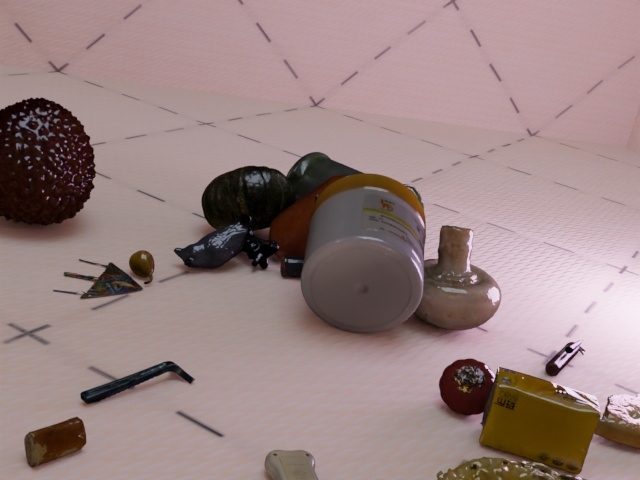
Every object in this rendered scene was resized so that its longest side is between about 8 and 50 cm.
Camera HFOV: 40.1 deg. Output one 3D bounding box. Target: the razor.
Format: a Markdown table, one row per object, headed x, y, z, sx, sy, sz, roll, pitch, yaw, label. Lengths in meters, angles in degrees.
| x | y | z | sx | sy | sz | roll | pitch | yaw | label |
| --- | --- | --- | --- | --- | --- | --- | --- | --- | --- |
| -0.289 | 0.218 | 1.372 | 0.066 | 0.033 | 0.190 | 28 | 26 | 38 | razor |

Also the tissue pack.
| x | y | z | sx | sy | sz | roll | pitch | yaw | label |
| --- | --- | --- | --- | --- | --- | --- | --- | --- | --- |
| 0.349 | 0.289 | 1.408 | 0.169 | 0.120 | 0.082 | 17 | 19 | 10 | tissue pack |

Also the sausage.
| x | y | z | sx | sy | sz | roll | pitch | yaw | label |
| --- | --- | --- | --- | --- | --- | --- | --- | --- | --- |
| -0.001 | -0.046 | 1.953 | 0.258 | 0.133 | 0.133 | -33 | 24 | 5 | sausage |

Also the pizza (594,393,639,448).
| x | y | z | sx | sy | sz | roll | pitch | yaw | label |
| --- | --- | --- | --- | --- | --- | --- | --- | --- | --- |
| 0.589 | 0.320 | 1.545 | 0.271 | 0.056 | 0.134 | -2 | 27 | -30 | pizza |

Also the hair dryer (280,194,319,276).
| x | y | z | sx | sy | sz | roll | pitch | yaw | label |
| --- | --- | --- | --- | --- | --- | --- | --- | --- | --- |
| 0.015 | -0.003 | 1.882 | 0.173 | 0.195 | 0.050 | 6 | 27 | -16 | hair dryer |

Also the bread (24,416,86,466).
| x | y | z | sx | sy | sz | roll | pitch | yaw | label |
| --- | --- | --- | --- | --- | --- | --- | --- | --- | --- |
| -0.359 | 0.271 | 1.184 | 0.036 | 0.047 | 0.083 | -11 | 0 | 41 | bread |

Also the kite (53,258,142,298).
| x | y | z | sx | sy | sz | roll | pitch | yaw | label |
| --- | --- | --- | --- | --- | --- | --- | --- | --- | --- |
| -0.421 | 0.076 | 1.702 | 0.160 | 0.010 | 0.183 | 11 | 21 | 0 | kite |

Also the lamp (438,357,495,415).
| x | y | z | sx | sy | sz | roll | pitch | yaw | label |
| --- | --- | --- | --- | --- | --- | --- | --- | --- | --- |
| 0.254 | 0.250 | 1.502 | 0.101 | 0.090 | 0.101 | -5 | 53 | 6 | lamp |

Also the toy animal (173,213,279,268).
| x | y | z | sx | sy | sz | roll | pitch | yaw | label |
| --- | --- | --- | --- | --- | --- | --- | --- | --- | --- |
| -0.201 | 0.006 | 1.860 | 0.210 | 0.117 | 0.121 | -7 | 34 | -45 | toy animal |

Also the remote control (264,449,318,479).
| x | y | z | sx | sy | sz | roll | pitch | yaw | label |
| --- | --- | --- | --- | --- | --- | --- | --- | --- | --- |
| -0.033 | 0.334 | 1.208 | 0.074 | 0.032 | 0.122 | 5 | 22 | -18 | remote control |

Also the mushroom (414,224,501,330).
| x | y | z | sx | sy | sz | roll | pitch | yaw | label |
| --- | --- | --- | --- | --- | --- | --- | --- | --- | --- |
| 0.285 | 0.087 | 1.813 | 0.206 | 0.209 | 0.206 | 35 | 8 | -5 | mushroom |

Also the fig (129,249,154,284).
| x | y | z | sx | sy | sz | roll | pitch | yaw | label |
| --- | --- | --- | --- | --- | --- | --- | --- | --- | --- |
| -0.352 | 0.057 | 1.748 | 0.050 | 0.050 | 0.083 | -1 | 42 | -31 | fig |

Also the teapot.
| x | y | z | sx | sy | sz | roll | pitch | yaw | label |
| --- | --- | --- | --- | --- | --- | --- | --- | --- | --- |
| 0.080 | -0.084 | 2.169 | 0.337 | 0.200 | 0.270 | 27 | 0 | 39 | teapot |

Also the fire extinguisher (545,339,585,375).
| x | y | z | sx | sy | sz | roll | pitch | yaw | label |
| --- | --- | --- | --- | --- | --- | --- | --- | --- | --- |
| 0.495 | 0.225 | 1.756 | 0.035 | 0.049 | 0.173 | 15 | 19 | 29 | fire extinguisher |

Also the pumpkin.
| x | y | z | sx | sy | sz | roll | pitch | yaw | label |
| --- | --- | --- | --- | --- | --- | --- | --- | --- | --- |
| -0.166 | -0.096 | 2.035 | 0.223 | 0.157 | 0.224 | -8 | -8 | -1 | pumpkin |

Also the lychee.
| x | y | z | sx | sy | sz | roll | pitch | yaw | label |
| --- | --- | --- | --- | --- | --- | --- | --- | --- | --- |
| -0.621 | -0.165 | 1.882 | 0.275 | 0.276 | 0.304 | -10 | 54 | -44 | lychee |

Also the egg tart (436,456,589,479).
| x | y | z | sx | sy | sz | roll | pitch | yaw | label |
| --- | --- | --- | --- | --- | --- | --- | --- | --- | --- |
| 0.270 | 0.382 | 1.114 | 0.288 | 0.118 | 0.288 | 5 | 18 | -2 | egg tart |

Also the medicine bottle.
| x | y | z | sx | sy | sz | roll | pitch | yaw | label |
| --- | --- | --- | --- | --- | --- | --- | --- | --- | --- |
| 0.089 | 0.025 | 1.727 | 0.237 | 0.238 | 0.232 | 11 | 37 | -2 | medicine bottle |
